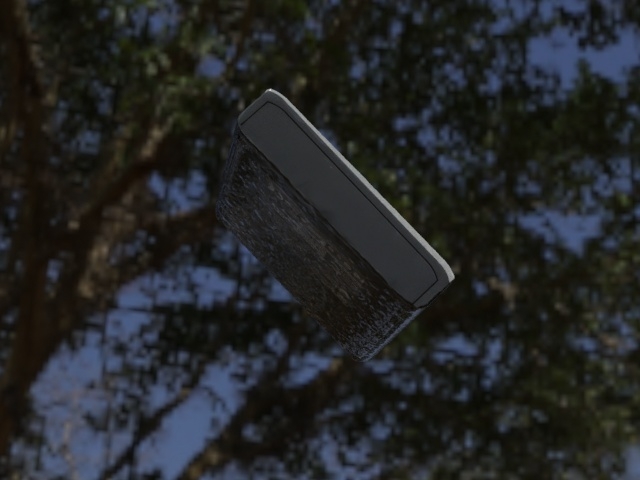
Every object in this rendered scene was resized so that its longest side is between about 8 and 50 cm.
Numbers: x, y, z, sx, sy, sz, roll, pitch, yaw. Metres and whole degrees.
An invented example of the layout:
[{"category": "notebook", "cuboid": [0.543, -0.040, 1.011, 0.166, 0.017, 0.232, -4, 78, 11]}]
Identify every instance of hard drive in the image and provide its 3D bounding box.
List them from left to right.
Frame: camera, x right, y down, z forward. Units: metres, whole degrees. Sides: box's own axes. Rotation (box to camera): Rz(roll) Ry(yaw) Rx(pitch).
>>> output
[{"category": "hard drive", "cuboid": [0.000, 0.000, 0.636, 0.094, 0.022, 0.135, 46, -14, 4]}]
